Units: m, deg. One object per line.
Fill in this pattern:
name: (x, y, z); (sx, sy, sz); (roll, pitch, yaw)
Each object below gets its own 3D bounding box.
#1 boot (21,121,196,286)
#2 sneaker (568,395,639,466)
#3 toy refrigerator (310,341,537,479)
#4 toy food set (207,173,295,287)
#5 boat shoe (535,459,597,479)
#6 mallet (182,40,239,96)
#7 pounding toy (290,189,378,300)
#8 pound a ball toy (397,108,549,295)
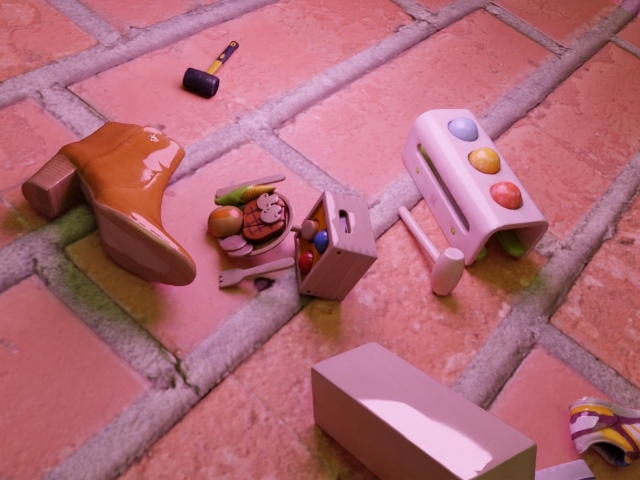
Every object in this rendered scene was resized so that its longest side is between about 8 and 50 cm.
boot: (-0.251, -0.073, 1.012); (0.295, 0.104, 0.211); (28, 47, 12)
sneaker: (0.433, 0.277, 0.969); (0.185, 0.069, 0.084); (11, 56, -2)
toy refrigerator: (0.105, 0.221, 0.801); (0.102, 0.094, 0.269); (-17, 25, -31)
toy food set: (-0.103, -0.030, 1.034); (0.132, 0.038, 0.192); (-15, 50, 7)
boat shoe: (0.222, 0.343, 0.810); (0.301, 0.108, 0.102); (-4, 49, -31)
mallet: (-0.203, -0.332, 1.312); (0.062, 0.039, 0.189); (16, 42, -2)
pounding toy: (0.000, 0.000, 1.029); (0.100, 0.130, 0.141); (14, 46, -24)
pound a ball toy: (0.233, -0.080, 1.164); (0.208, 0.135, 0.319); (-5, 51, -23)
